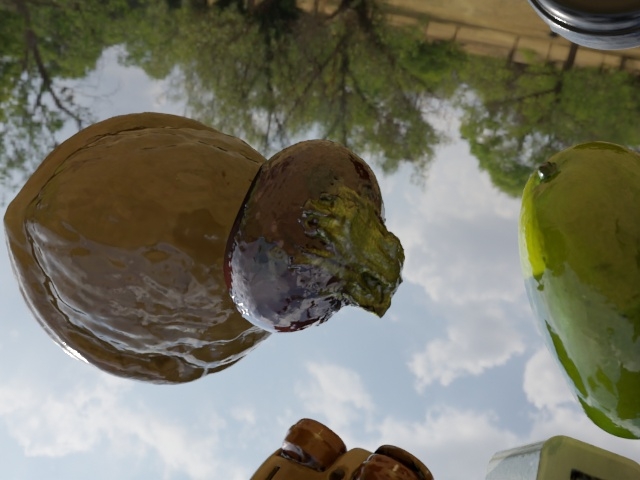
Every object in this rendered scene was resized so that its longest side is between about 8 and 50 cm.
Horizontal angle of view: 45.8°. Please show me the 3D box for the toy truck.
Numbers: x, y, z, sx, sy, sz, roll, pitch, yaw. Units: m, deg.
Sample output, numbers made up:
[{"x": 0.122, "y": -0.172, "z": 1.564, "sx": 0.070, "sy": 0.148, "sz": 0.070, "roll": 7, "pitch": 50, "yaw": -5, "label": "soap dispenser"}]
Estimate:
[{"x": 0.013, "y": 0.353, "z": 0.902, "sx": 0.288, "sy": 0.212, "sz": 0.204, "roll": 11, "pitch": -131, "yaw": 40, "label": "toy truck"}]

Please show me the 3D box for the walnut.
[{"x": -0.178, "y": 0.006, "z": 0.838, "sx": 0.332, "sy": 0.333, "sz": 0.333, "roll": 10, "pitch": -162, "yaw": -3, "label": "walnut"}]

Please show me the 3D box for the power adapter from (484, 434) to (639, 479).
[{"x": 0.250, "y": 0.304, "z": 0.853, "sx": 0.130, "sy": 0.125, "sz": 0.205, "roll": 21, "pitch": 155, "yaw": -7, "label": "power adapter"}]

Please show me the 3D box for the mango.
[{"x": 0.264, "y": 0.044, "z": 0.677, "sx": 0.149, "sy": 0.273, "sz": 0.185, "roll": -13, "pitch": 171, "yaw": 29, "label": "mango"}]

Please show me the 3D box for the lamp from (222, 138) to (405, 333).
[{"x": -0.002, "y": 0.004, "z": 0.591, "sx": 0.134, "sy": 0.156, "sz": 0.157, "roll": 23, "pitch": -145, "yaw": -8, "label": "lamp"}]

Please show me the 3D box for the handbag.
[{"x": 0.368, "y": -0.384, "z": 0.960, "sx": 0.308, "sy": 0.253, "sz": 0.093, "roll": 64, "pitch": -167, "yaw": 25, "label": "handbag"}]
